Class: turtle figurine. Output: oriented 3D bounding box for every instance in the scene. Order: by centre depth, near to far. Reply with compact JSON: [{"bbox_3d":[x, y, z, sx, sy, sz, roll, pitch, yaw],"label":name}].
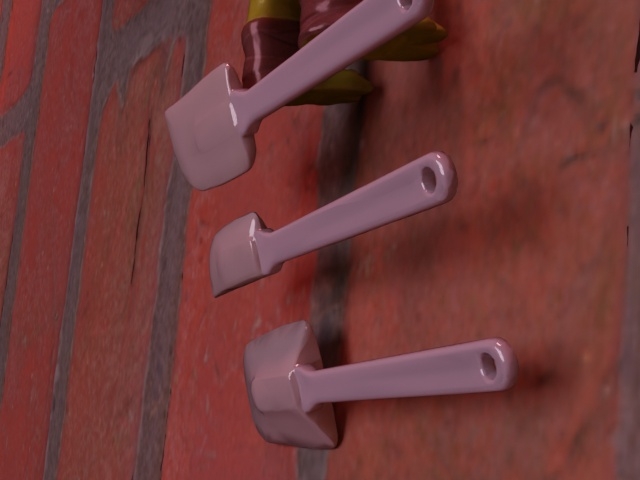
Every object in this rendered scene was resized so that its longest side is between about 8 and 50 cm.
[{"bbox_3d":[0.003,-0.177,0.539,0.269,0.087,0.217,-19,71,50],"label":"turtle figurine"}]

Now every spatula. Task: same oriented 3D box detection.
[{"bbox_3d":[0.000,0.000,0.507,0.242,0.019,0.168,-20,82,63],"label":"spatula"}]
